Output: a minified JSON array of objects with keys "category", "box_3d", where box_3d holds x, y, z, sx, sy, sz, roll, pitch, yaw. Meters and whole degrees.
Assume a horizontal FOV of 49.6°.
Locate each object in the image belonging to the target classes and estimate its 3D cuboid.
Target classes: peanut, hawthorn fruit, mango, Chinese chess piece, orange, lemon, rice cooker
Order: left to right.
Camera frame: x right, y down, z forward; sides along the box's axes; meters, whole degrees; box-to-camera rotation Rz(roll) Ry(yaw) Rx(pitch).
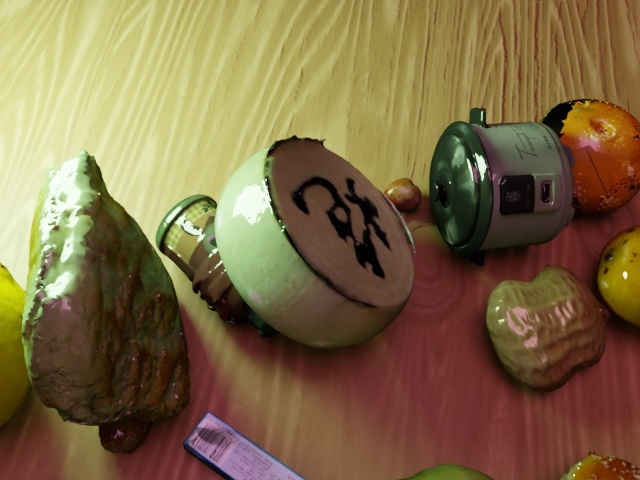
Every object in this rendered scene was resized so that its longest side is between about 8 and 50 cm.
[{"category":"lemon","box_3d":[-0.537,0.158,0.990,0.293,0.293,0.293,2,60,-4]},{"category":"Chinese chess piece","box_3d":[0.000,0.000,1.113,0.349,0.146,0.349,31,38,-28]},{"category":"hawthorn fruit","box_3d":[0.140,-0.077,1.314,0.103,0.067,0.067,-30,66,-7]},{"category":"rice cooker","box_3d":[0.305,-0.095,1.237,0.227,0.241,0.281,-5,105,-13]},{"category":"peanut","box_3d":[0.393,0.143,1.182,0.233,0.110,0.197,-21,75,-17]},{"category":"orange","box_3d":[0.513,-0.164,1.334,0.234,0.182,0.234,2,67,-5]},{"category":"mango","box_3d":[0.617,0.055,1.226,0.290,0.160,0.191,-6,40,-20]}]

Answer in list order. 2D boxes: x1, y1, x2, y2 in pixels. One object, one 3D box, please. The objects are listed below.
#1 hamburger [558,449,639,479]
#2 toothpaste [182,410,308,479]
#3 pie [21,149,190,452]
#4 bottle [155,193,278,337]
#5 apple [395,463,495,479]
[{"category":"hamburger","box_3d":[0.429,0.428,0.999,0.236,0.147,0.237,4,61,-7]},{"category":"toothpaste","box_3d":[-0.083,0.361,1.042,0.266,0.050,0.065,31,61,12]},{"category":"pie","box_3d":[-0.303,0.076,0.976,0.180,0.418,0.395,-11,60,-6]},{"category":"bottle","box_3d":[-0.144,0.046,1.169,0.271,0.143,0.156,41,90,20]},{"category":"apple","box_3d":[0.167,0.430,0.916,0.262,0.262,0.262,2,60,-4]}]
